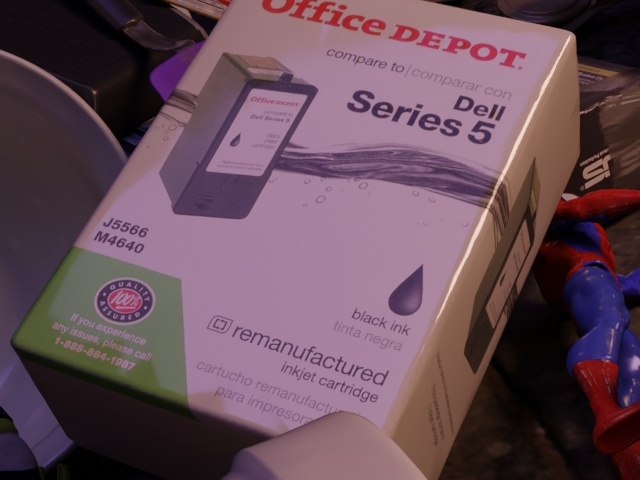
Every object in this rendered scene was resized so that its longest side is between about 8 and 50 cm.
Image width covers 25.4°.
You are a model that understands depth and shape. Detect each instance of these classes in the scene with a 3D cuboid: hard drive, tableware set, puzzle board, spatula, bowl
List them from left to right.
[{"bbox_3d":[-0.245,0.036,0.874,0.297,0.298,0.134,-20,-16,-9],"label":"bowl"},{"bbox_3d":[-0.223,-0.168,1.135,0.254,0.054,0.172,27,44,25],"label":"hard drive"},{"bbox_3d":[-0.130,-0.156,1.061,0.084,0.030,0.296,-31,49,-24],"label":"spatula"},{"bbox_3d":[-0.077,-0.196,1.173,0.128,0.011,0.096,18,20,-10],"label":"puzzle board"},{"bbox_3d":[0.246,-0.242,1.340,0.194,0.039,0.128,-36,47,-26],"label":"tableware set"}]

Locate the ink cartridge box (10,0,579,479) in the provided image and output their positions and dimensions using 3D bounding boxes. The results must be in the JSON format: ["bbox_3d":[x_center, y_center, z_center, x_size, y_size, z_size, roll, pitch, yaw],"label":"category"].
[{"bbox_3d":[0.000,0.000,0.751,0.198,0.115,0.273,16,60,21],"label":"ink cartridge box"}]

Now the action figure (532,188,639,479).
[{"bbox_3d":[0.187,0.029,0.773,0.139,0.091,0.280,-22,26,6],"label":"action figure"}]

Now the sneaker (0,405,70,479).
[{"bbox_3d":[-0.232,0.177,0.715,0.234,0.097,0.084,-39,-13,-4],"label":"sneaker"}]

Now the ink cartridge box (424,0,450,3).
[{"bbox_3d":[0.049,-0.327,1.593,0.307,0.072,0.304,-5,28,25],"label":"ink cartridge box"}]

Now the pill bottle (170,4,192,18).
[{"bbox_3d":[-0.257,-0.132,1.259,0.283,0.160,0.160,-33,31,-32],"label":"pill bottle"}]

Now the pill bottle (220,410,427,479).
[{"bbox_3d":[-0.117,0.206,0.450,0.362,0.210,0.210,-23,27,-16],"label":"pill bottle"}]

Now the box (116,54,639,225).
[{"bbox_3d":[0.006,-0.059,1.045,0.318,0.097,0.395,-30,28,-22],"label":"box"}]
